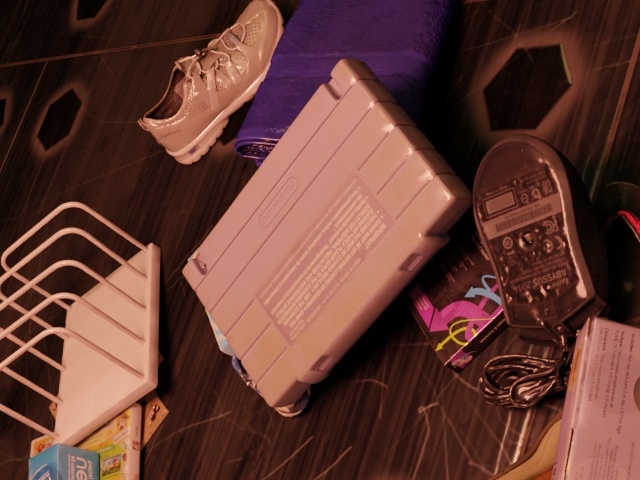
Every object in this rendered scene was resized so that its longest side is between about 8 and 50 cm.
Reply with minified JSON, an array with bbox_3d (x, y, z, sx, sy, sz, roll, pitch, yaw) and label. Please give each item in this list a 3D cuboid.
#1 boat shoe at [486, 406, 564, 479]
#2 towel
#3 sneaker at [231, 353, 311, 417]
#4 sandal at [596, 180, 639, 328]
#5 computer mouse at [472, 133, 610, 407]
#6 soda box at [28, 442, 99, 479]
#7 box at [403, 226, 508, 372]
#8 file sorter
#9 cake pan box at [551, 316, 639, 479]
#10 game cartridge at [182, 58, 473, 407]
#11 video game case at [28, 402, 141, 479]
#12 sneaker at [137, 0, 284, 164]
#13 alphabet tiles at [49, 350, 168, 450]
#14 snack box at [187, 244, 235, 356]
[{"bbox_3d":[0.189,0.257,0.999,0.120,0.123,0.324,32,52,28],"label":"boat shoe"},{"bbox_3d":[0.041,-0.210,1.504,0.227,0.076,0.308,3,52,23],"label":"towel"},{"bbox_3d":[-0.066,0.174,1.451,0.135,0.058,0.052,25,85,49],"label":"sneaker"},{"bbox_3d":[0.307,0.012,1.182,0.067,0.040,0.179,-23,51,35],"label":"sandal"},{"bbox_3d":[0.229,0.027,1.198,0.188,0.072,0.272,-18,78,43],"label":"computer mouse"},{"bbox_3d":[-0.336,0.378,1.545,0.067,0.071,0.210,-32,51,31],"label":"soda box"},{"bbox_3d":[0.175,0.051,1.303,0.162,0.029,0.116,-45,42,14],"label":"box"},{"bbox_3d":[-0.354,0.110,1.666,0.192,0.173,0.278,-35,36,23],"label":"file sorter"},{"bbox_3d":[0.304,0.216,0.927,0.245,0.070,0.267,11,71,4],"label":"cake pan box"},{"bbox_3d":[0.000,0.000,1.353,0.230,0.068,0.355,52,120,21],"label":"game cartridge"},{"bbox_3d":[-0.331,0.349,1.629,0.227,0.026,0.206,-25,55,36],"label":"video game case"},{"bbox_3d":[-0.160,-0.248,1.767,0.281,0.115,0.105,-55,40,4],"label":"sneaker"},{"bbox_3d":[-0.297,0.226,1.696,0.198,0.009,0.237,-54,40,5],"label":"alphabet tiles"},{"bbox_3d":[-0.029,-0.015,1.529,0.322,0.060,0.187,-45,40,16],"label":"snack box"}]
